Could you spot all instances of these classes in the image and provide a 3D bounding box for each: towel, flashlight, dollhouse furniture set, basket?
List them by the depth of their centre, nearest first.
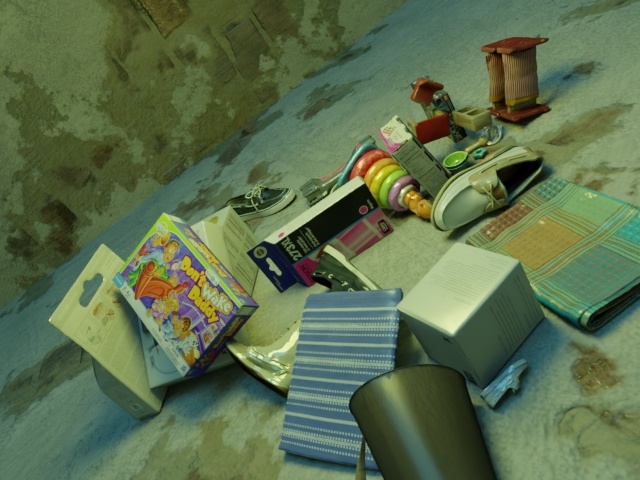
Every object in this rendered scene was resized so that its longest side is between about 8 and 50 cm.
[{"bbox_3d":[0.168,0.322,0.732,0.204,0.154,0.227,-3,36,-12],"label":"basket"},{"bbox_3d":[0.487,0.001,0.974,0.271,0.040,0.370,-36,29,-1],"label":"towel"},{"bbox_3d":[0.044,0.256,0.978,0.243,0.040,0.336,-8,61,37],"label":"towel"},{"bbox_3d":[0.429,-0.410,1.373,0.374,0.201,0.152,-21,27,-8],"label":"dollhouse furniture set"},{"bbox_3d":[0.070,-0.237,1.695,0.304,0.103,0.103,-32,3,8],"label":"flashlight"}]

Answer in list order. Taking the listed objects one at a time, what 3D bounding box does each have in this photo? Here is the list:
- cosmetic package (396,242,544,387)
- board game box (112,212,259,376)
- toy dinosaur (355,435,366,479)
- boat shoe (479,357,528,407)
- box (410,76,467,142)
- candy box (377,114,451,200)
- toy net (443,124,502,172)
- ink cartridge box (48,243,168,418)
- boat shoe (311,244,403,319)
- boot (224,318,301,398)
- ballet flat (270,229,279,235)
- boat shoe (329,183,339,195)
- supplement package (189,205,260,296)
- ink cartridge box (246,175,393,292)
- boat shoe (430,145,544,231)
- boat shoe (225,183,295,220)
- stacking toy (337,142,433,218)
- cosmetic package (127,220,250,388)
[{"bbox_3d":[0.271,0.129,0.899,0.183,0.151,0.151,-43,30,-15],"label":"cosmetic package"},{"bbox_3d":[-0.346,0.130,1.241,0.347,0.078,0.233,44,100,25],"label":"board game box"},{"bbox_3d":[0.070,0.418,0.756,0.112,0.064,0.211,-32,62,31],"label":"toy dinosaur"},{"bbox_3d":[0.314,0.239,0.823,0.100,0.035,0.035,-37,56,-10],"label":"boat shoe"},{"bbox_3d":[0.374,-0.420,1.576,0.044,0.159,0.233,-31,30,8],"label":"box"},{"bbox_3d":[0.262,-0.204,1.297,0.071,0.233,0.159,-40,28,17],"label":"candy box"},{"bbox_3d":[0.451,-0.265,1.388,0.232,0.045,0.122,-47,30,-20],"label":"toy net"},{"bbox_3d":[-0.543,0.245,1.343,0.091,0.385,0.308,-24,31,20],"label":"ink cartridge box"},{"bbox_3d":[0.069,0.122,1.153,0.113,0.127,0.340,-48,38,-1],"label":"boat shoe"},{"bbox_3d":[-0.106,0.249,1.161,0.213,0.077,0.165,25,61,32],"label":"boot"},{"bbox_3d":[-0.068,-0.005,1.525,0.077,0.091,0.241,-28,25,-34],"label":"ballet flat"},{"bbox_3d":[0.052,-0.127,1.604,0.049,0.056,0.152,5,58,43],"label":"boat shoe"},{"bbox_3d":[-0.332,0.067,1.571,0.199,0.198,0.263,-24,31,21],"label":"supplement package"},{"bbox_3d":[0.000,0.000,1.343,0.371,0.176,0.069,-33,30,5],"label":"ink cartridge box"},{"bbox_3d":[0.396,-0.126,1.177,0.302,0.113,0.103,-40,24,-8],"label":"boat shoe"},{"bbox_3d":[-0.237,-0.160,1.893,0.306,0.105,0.113,-10,38,38],"label":"boat shoe"},{"bbox_3d":[0.208,-0.140,1.371,0.166,0.175,0.302,-55,45,4],"label":"stacking toy"},{"bbox_3d":[-0.361,0.174,1.338,0.284,0.097,0.377,-23,72,19],"label":"cosmetic package"}]
